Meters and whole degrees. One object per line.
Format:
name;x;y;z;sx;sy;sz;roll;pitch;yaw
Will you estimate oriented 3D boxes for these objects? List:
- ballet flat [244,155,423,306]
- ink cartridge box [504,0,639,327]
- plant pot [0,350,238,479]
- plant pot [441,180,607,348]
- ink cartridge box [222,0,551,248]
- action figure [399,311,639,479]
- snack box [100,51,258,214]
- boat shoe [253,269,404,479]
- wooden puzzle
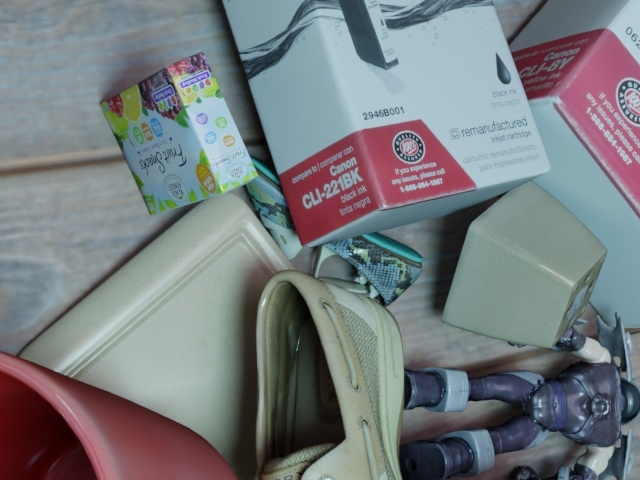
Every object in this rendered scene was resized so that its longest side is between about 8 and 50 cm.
ballet flat;0.000;0.000;1.090;0.188;0.070;0.070;30;72;-18
ink cartridge box;0.347;-0.148;1.226;0.279;0.160;0.385;48;65;-18
plant pot;-0.177;0.208;0.837;0.243;0.274;0.275;20;72;-65
plant pot;0.181;0.028;1.118;0.096;0.109;0.109;28;38;21
ink cartridge box;0.046;-0.152;1.060;0.197;0.114;0.273;-13;81;-39
action figure;0.184;0.147;1.155;0.285;0.099;0.185;0;78;-32
snack box;-0.110;-0.077;0.991;0.037;0.141;0.100;-29;98;-28
boat shoe;-0.003;0.184;0.916;0.110;0.121;0.341;30;44;-44
wooden puzzle;-0.086;0.116;1.035;0.221;0.044;0.239;-41;99;-17
